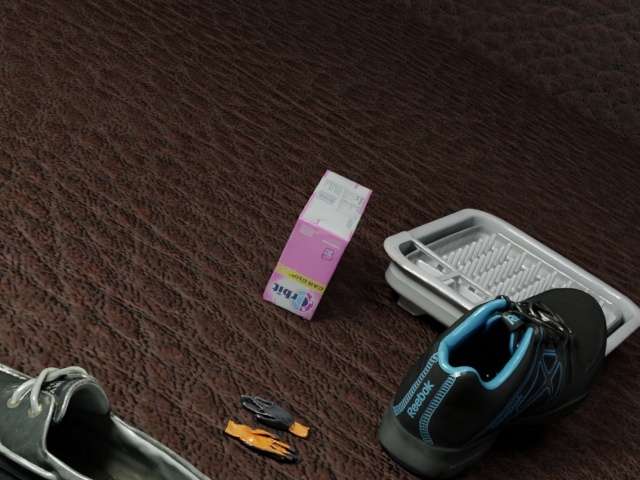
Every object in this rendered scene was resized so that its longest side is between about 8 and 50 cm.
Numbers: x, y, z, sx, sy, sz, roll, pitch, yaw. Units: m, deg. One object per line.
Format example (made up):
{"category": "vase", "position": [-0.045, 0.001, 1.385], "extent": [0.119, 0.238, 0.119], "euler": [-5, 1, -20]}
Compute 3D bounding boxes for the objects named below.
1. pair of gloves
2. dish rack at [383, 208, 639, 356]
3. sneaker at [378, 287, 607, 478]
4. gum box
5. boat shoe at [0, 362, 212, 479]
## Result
{"category": "pair of gloves", "position": [-0.048, 0.172, 1.184], "extent": [0.074, 0.010, 0.083], "euler": [26, 22, 3]}
{"category": "dish rack", "position": [0.237, 0.076, 1.599], "extent": [0.285, 0.072, 0.333], "euler": [33, 24, 20]}
{"category": "sneaker", "position": [0.204, 0.118, 1.301], "extent": [0.125, 0.140, 0.340], "euler": [37, 41, 23]}
{"category": "gum box", "position": [0.000, 0.000, 1.476], "extent": [0.062, 0.107, 0.188], "euler": [26, 23, 1]}
{"category": "boat shoe", "position": [-0.191, 0.148, 0.950], "extent": [0.335, 0.119, 0.121], "euler": [30, 24, 14]}
